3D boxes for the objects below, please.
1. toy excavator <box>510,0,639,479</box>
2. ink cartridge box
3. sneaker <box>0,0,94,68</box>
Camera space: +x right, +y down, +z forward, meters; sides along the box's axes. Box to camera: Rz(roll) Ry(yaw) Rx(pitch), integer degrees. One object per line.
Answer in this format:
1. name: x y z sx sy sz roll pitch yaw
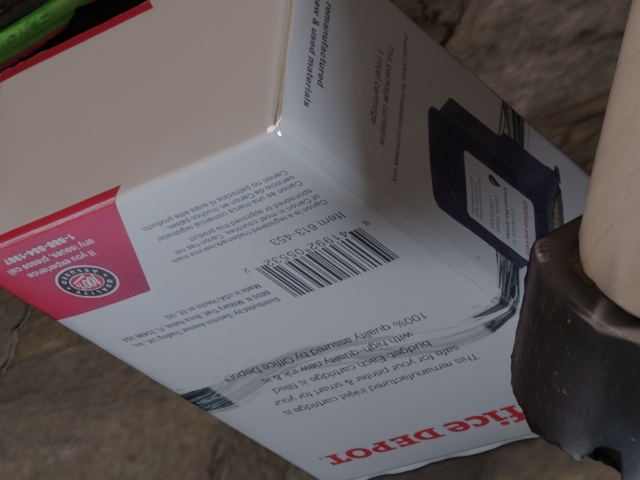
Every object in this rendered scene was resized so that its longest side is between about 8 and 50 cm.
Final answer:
1. toy excavator: 0.251 0.031 0.459 0.445 0.433 0.222 27 124 29
2. ink cartridge box: 0.000 0.000 0.784 0.172 0.237 0.100 -20 50 35
3. sneaker: -0.200 -0.316 1.206 0.185 0.202 0.483 -13 56 39
